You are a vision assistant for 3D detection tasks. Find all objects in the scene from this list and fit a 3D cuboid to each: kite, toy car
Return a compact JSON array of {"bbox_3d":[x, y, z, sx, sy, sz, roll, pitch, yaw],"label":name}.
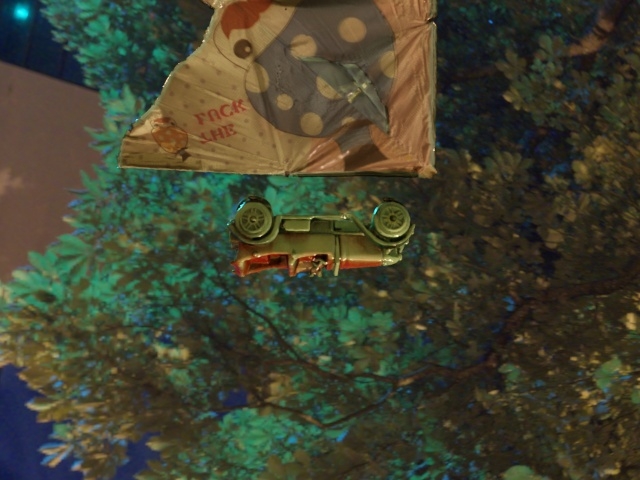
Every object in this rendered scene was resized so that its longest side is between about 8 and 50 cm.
[{"bbox_3d":[-0.039,-0.144,0.509,0.314,0.011,0.335,38,-58,-11],"label":"kite"},{"bbox_3d":[0.000,0.000,0.617,0.143,0.073,0.054,1,-108,-2],"label":"toy car"}]
